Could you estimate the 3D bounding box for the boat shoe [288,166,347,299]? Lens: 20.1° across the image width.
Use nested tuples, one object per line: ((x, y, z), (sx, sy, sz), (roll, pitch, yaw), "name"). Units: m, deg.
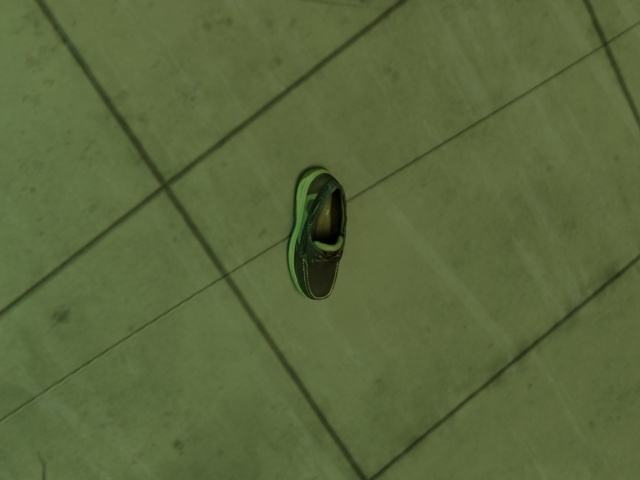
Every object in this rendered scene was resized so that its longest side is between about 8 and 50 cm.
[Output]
((0.000, 0.000, 1.908), (0.056, 0.049, 0.152), (-15, 121, -25), "boat shoe")
